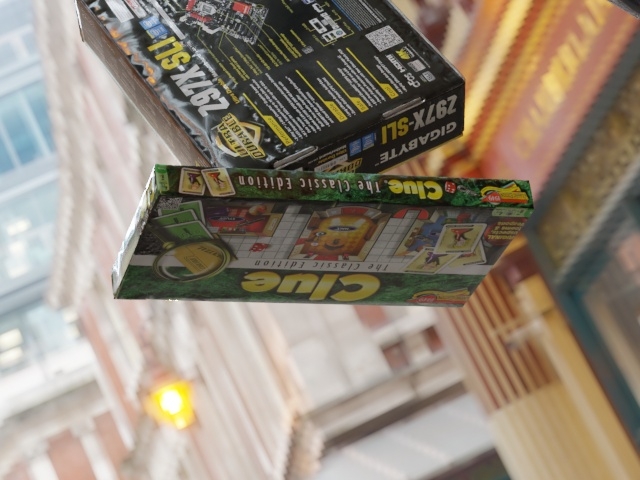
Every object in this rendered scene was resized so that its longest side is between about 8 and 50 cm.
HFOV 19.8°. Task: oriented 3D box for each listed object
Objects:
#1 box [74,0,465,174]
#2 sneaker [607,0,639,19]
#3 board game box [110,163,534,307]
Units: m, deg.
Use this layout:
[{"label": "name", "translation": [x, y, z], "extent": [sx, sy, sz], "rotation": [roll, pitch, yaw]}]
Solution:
[{"label": "box", "translation": [-0.051, -0.173, 1.770], "extent": [0.257, 0.322, 0.079], "rotation": [-27, -37, -18]}, {"label": "sneaker", "translation": [0.264, -0.124, 0.900], "extent": [0.148, 0.350, 0.131], "rotation": [-50, -25, -74]}, {"label": "board game box", "translation": [0.000, 0.000, 1.234], "extent": [0.260, 0.030, 0.136], "rotation": [1, -29, -19]}]
